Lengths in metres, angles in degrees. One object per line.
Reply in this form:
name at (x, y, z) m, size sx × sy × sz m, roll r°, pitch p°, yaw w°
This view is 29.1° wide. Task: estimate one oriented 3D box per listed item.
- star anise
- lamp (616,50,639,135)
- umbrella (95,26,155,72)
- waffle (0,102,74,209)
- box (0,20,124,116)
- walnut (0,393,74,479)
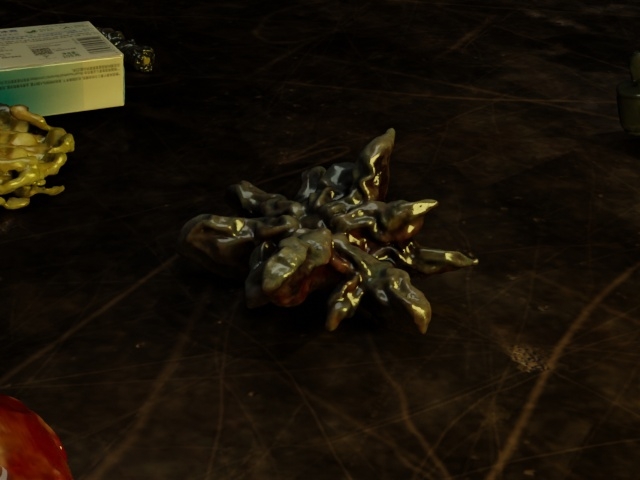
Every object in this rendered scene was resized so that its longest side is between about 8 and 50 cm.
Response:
star anise at (0.002, -0.003, 1.123) m, size 0.212 × 0.129 × 0.283 m, roll -31°, pitch 36°, yaw -23°
lamp at (0.555, -0.171, 1.405) m, size 0.374 × 0.205 × 0.272 m, roll -17°, pitch 25°, yaw -4°
umbrella at (-0.273, -0.262, 1.660) m, size 0.037 × 0.040 × 0.144 m, roll -28°, pitch 39°, yaw -32°
waffle at (-0.408, -0.090, 1.289) m, size 0.262 × 0.060 × 0.280 m, roll 20°, pitch 31°, yaw 28°
box at (-0.354, -0.207, 1.506) m, size 0.194 × 0.073 × 0.139 m, roll -11°, pitch 31°, yaw -26°
walnut at (-0.236, 0.205, 0.612) m, size 0.269 × 0.222 × 0.244 m, roll -21°, pitch 3°, yaw -25°
